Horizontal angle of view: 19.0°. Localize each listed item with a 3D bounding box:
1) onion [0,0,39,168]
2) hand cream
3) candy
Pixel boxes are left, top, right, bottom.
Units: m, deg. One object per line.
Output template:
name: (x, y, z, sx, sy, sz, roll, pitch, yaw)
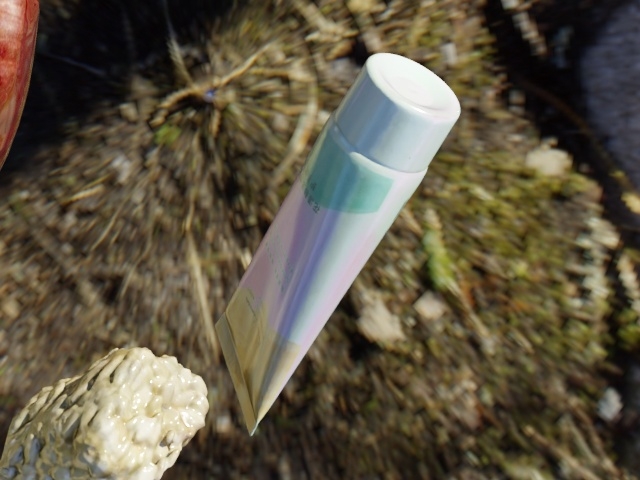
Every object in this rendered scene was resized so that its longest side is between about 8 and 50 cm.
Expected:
onion: (-0.268, -0.092, 0.890, 0.285, 0.273, 0.273, -9, 96, -37)
hand cream: (0.000, 0.000, 0.843, 0.047, 0.076, 0.174, 15, 123, -28)
candy: (-0.116, 0.107, 1.031, 0.085, 0.110, 0.095, 42, 52, -16)
